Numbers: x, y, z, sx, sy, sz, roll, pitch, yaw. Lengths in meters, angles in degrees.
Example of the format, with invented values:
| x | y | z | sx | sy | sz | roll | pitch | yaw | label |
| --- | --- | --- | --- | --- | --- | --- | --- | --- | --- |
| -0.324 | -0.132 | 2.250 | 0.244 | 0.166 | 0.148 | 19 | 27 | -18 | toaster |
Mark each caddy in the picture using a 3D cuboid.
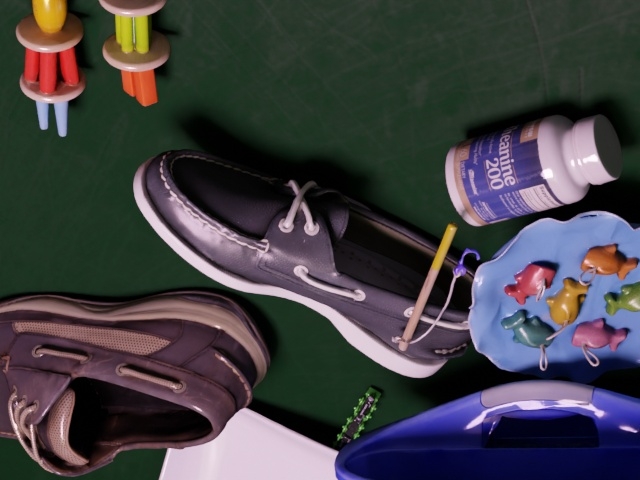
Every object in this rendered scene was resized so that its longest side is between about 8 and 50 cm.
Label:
| x | y | z | sx | sy | sz | roll | pitch | yaw | label |
| --- | --- | --- | --- | --- | --- | --- | --- | --- | --- |
| 0.181 | 0.197 | 1.486 | 0.341 | 0.241 | 0.179 | -3 | 101 | 22 | caddy |

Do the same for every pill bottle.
| x | y | z | sx | sy | sz | roll | pitch | yaw | label |
| --- | --- | --- | --- | --- | --- | --- | --- | --- | --- |
| 0.159 | -0.055 | 1.393 | 0.120 | 0.067 | 0.067 | -15 | 124 | 30 | pill bottle |

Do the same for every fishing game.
| x | y | z | sx | sy | sz | roll | pitch | yaw | label |
| --- | --- | --- | --- | --- | --- | --- | --- | --- | --- |
| 0.204 | 0.052 | 1.438 | 0.264 | 0.041 | 0.189 | 11 | 132 | -16 | fishing game |

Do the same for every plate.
| x | y | z | sx | sy | sz | roll | pitch | yaw | label |
| --- | --- | --- | --- | --- | --- | --- | --- | --- | --- |
| -0.032 | 0.301 | 1.714 | 0.277 | 0.045 | 0.278 | 23 | 107 | 17 | plate |

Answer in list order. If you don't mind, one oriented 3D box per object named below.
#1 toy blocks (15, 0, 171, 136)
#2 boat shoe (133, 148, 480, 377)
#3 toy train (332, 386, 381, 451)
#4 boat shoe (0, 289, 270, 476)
| x | y | z | sx | sy | sz | roll | pitch | yaw | label |
| --- | --- | --- | --- | --- | --- | --- | --- | --- | --- |
| -0.175 | -0.138 | 1.452 | 0.123 | 0.054 | 0.148 | 13 | 133 | 10 | toy blocks |
| 0.000 | 0.000 | 1.479 | 0.302 | 0.114 | 0.091 | 26 | 135 | -21 | boat shoe |
| 0.032 | 0.160 | 1.663 | 0.017 | 0.023 | 0.083 | 31 | 134 | 4 | toy train |
| -0.219 | 0.129 | 1.655 | 0.355 | 0.130 | 0.132 | -11 | 125 | 28 | boat shoe |
